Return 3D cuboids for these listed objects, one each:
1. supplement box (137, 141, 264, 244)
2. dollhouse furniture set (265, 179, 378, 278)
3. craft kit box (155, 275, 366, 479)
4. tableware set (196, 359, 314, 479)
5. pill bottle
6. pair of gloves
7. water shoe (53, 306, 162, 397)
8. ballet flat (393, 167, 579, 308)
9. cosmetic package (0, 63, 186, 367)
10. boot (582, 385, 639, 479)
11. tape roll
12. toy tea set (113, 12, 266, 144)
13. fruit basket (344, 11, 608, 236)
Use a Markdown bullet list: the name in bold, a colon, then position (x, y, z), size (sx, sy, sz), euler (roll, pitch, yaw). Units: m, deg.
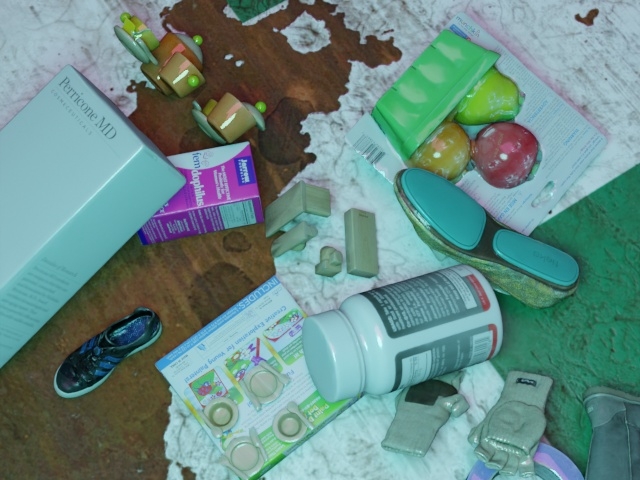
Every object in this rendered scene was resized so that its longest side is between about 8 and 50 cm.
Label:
- **supplement box**: position (-0.216, -0.080, 1.695), size (0.219, 0.114, 0.111), euler (-11, 68, -5)
- **dollhouse furniture set**: position (0.000, 0.000, 1.699), size (0.151, 0.123, 0.144), euler (13, 62, -31)
- **craft kit box**: position (-0.095, 0.224, 1.591), size (0.249, 0.061, 0.247), euler (-36, 68, -13)
- **tableware set**: position (-0.103, 0.278, 1.529), size (0.168, 0.020, 0.141), euler (-36, 71, -13)
- **pill bottle**: position (0.124, 0.146, 1.525), size (0.283, 0.161, 0.161), euler (-14, 66, -20)
- **pair of gloves**: position (0.227, 0.272, 1.515), size (0.240, 0.042, 0.204), euler (4, 35, 18)
- **water shoe**: position (-0.355, 0.174, 1.605), size (0.203, 0.080, 0.073), euler (-38, 70, -13)
- **ballet flat**: position (0.254, 0.009, 1.612), size (0.348, 0.123, 0.123), euler (29, 70, -3)
- **cosmetic package**: position (-0.468, -0.032, 1.585), size (0.453, 0.161, 0.230), euler (-45, 65, 0)
- **boot**: position (0.472, 0.335, 1.473), size (0.189, 0.076, 0.209), euler (13, 49, -10)
- **tape roll**: position (0.307, 0.402, 1.485), size (0.188, 0.080, 0.189), euler (0, 66, 1)
- **toy tea set**: position (-0.208, -0.290, 1.739), size (0.124, 0.200, 0.336), euler (-45, 72, -7)
- **fruit basket**: position (0.270, -0.174, 1.716), size (0.353, 0.165, 0.327), euler (42, 81, -4)
